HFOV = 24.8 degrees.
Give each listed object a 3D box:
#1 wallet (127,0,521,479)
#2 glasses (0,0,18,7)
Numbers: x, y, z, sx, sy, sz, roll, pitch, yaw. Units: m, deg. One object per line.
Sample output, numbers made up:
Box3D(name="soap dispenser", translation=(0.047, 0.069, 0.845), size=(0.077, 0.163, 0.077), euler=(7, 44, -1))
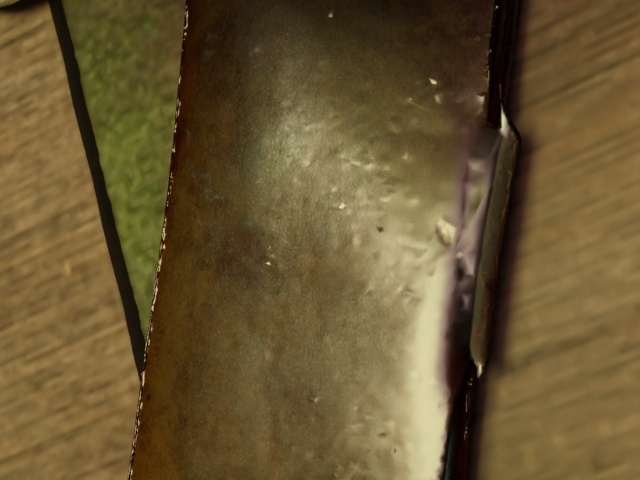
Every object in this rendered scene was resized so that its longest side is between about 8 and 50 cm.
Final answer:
Box3D(name="wallet", translation=(0.000, 0.000, 0.513), size=(0.137, 0.031, 0.255), euler=(4, 83, 25))
Box3D(name="glasses", translation=(-0.139, -0.177, 0.508), size=(0.088, 0.220, 0.190), euler=(25, 103, 15))
